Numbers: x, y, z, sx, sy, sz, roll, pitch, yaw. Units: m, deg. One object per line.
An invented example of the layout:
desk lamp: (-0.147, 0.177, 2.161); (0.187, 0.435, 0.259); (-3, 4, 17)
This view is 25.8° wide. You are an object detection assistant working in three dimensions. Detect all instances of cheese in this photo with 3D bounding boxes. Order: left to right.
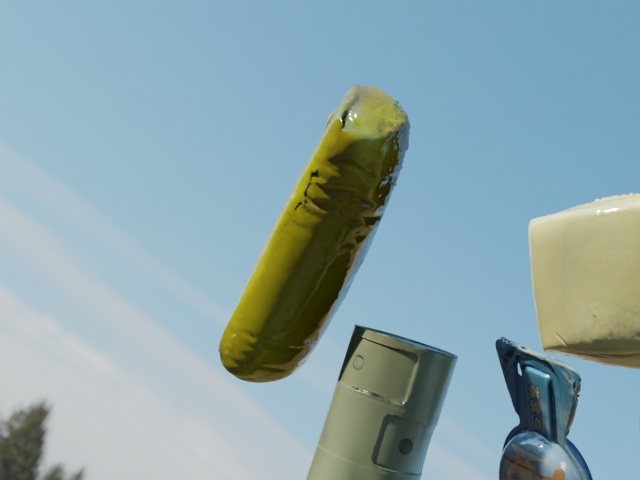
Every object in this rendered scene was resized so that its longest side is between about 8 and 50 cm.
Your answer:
cheese: (0.222, 0.221, 1.388); (0.135, 0.052, 0.244); (20, -56, 52)

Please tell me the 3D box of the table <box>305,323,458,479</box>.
table: (0.065, 0.217, 1.585); (0.126, 0.220, 0.126); (17, -1, 0)

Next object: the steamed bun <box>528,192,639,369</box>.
steamed bun: (0.353, 0.046, 1.557); (0.250, 0.200, 0.155); (-7, -6, 28)

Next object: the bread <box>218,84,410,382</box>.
bread: (0.000, 0.000, 1.610); (0.112, 0.383, 0.166); (26, 22, -3)
